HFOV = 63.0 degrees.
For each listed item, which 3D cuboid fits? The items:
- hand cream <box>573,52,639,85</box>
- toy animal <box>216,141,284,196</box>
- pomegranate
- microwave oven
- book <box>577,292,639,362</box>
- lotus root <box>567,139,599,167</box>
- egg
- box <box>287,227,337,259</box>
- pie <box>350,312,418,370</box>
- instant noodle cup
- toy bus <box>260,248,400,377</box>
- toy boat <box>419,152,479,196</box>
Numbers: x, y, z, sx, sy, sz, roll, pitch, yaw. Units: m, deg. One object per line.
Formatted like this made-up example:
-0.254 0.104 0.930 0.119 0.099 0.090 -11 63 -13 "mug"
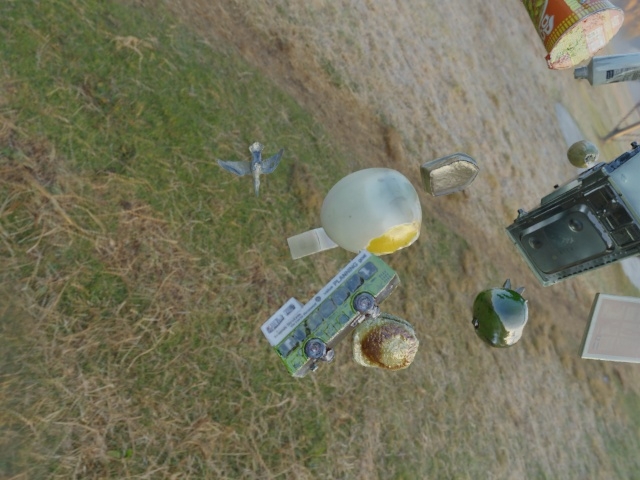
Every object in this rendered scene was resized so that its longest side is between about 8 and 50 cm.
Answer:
0.862 -0.467 1.390 0.124 0.341 0.077 36 55 -64 "hand cream"
-0.206 -0.218 1.620 0.219 0.095 0.155 -5 79 -17 "toy animal"
0.456 0.175 1.314 0.191 0.131 0.152 -46 143 -46 "pomegranate"
0.791 -0.082 1.485 0.333 0.394 0.247 -27 83 -28 "microwave oven"
0.767 0.222 1.300 0.242 0.018 0.170 8 101 -14 "book"
0.882 -0.295 1.766 0.077 0.090 0.183 48 25 -4 "lotus root"
0.157 -0.091 1.684 0.283 0.345 0.283 21 66 -59 "egg"
0.000 0.000 2.122 0.212 0.168 0.095 -14 88 -49 "box"
0.190 0.310 1.570 0.084 0.205 0.179 -56 153 -74 "pie"
0.602 -0.570 1.299 0.193 0.193 0.212 9 53 -51 "instant noodle cup"
0.025 0.149 1.115 0.139 0.302 0.113 47 -2 21 "toy bus"
0.419 -0.211 1.656 0.061 0.188 0.116 -114 -174 -61 "toy boat"
